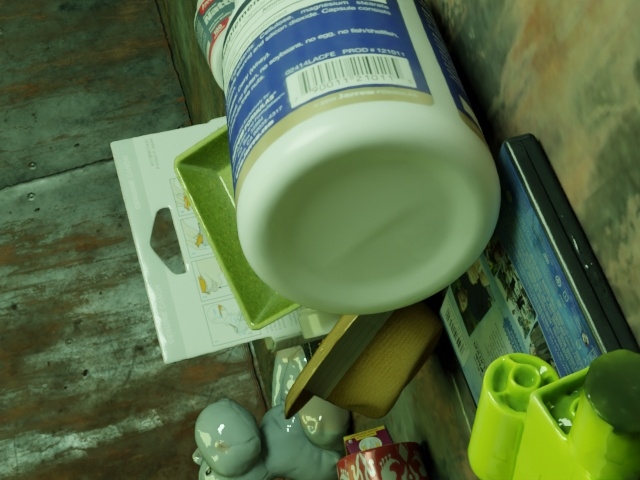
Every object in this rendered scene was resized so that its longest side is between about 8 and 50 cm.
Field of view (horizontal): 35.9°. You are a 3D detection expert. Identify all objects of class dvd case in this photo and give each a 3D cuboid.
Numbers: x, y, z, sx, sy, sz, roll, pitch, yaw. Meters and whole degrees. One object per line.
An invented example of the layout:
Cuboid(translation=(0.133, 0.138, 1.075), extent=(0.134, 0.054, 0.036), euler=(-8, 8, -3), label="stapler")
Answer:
Cuboid(translation=(0.134, 0.073, 0.631), extent=(0.253, 0.022, 0.180), euler=(96, 157, -62), label="dvd case")

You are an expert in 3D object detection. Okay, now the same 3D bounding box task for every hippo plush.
Cuboid(translation=(-0.087, 0.301, 1.547), extent=(0.234, 0.237, 0.294), euler=(-117, 16, -50), label="hippo plush")

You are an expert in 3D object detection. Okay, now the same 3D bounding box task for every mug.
Cuboid(translation=(0.064, 0.308, 1.026), extent=(0.113, 0.150, 0.169), euler=(19, -127, -55), label="mug")

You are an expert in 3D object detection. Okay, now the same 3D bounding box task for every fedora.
Cuboid(translation=(0.048, 0.096, 0.849), extent=(0.079, 0.194, 0.194), euler=(38, 162, 8), label="fedora")

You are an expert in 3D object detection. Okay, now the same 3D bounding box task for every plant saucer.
Cuboid(translation=(-0.023, -0.039, 0.930), extent=(0.188, 0.188, 0.045), euler=(63, -157, 9), label="plant saucer")

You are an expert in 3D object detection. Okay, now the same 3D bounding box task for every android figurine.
Cuboid(translation=(0.155, 0.177, 0.498), extent=(0.272, 0.056, 0.248), euler=(88, 157, -51), label="android figurine")

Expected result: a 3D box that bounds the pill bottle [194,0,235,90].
Cuboid(translation=(-0.096, -0.252, 1.201), extent=(0.180, 0.108, 0.108), euler=(-118, 17, -52), label="pill bottle")

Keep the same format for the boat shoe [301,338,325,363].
Cuboid(translation=(-0.065, 0.034, 1.414), extent=(0.127, 0.113, 0.340), euler=(144, 112, -79), label="boat shoe")

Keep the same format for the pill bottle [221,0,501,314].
Cuboid(translation=(0.014, -0.093, 0.646), extent=(0.264, 0.153, 0.153), euler=(-100, 4, -47), label="pill bottle")

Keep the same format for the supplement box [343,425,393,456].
Cuboid(translation=(0.066, 0.269, 1.185), extent=(0.083, 0.055, 0.043), euler=(-121, 19, -56), label="supplement box")

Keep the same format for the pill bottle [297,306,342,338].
Cuboid(translation=(0.000, 0.000, 1.008), extent=(0.112, 0.112, 0.186), euler=(140, 115, -79), label="pill bottle")

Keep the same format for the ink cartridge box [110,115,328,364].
Cuboid(translation=(-0.086, -0.008, 1.107), extent=(0.060, 0.239, 0.275), euler=(102, 153, -68), label="ink cartridge box")
